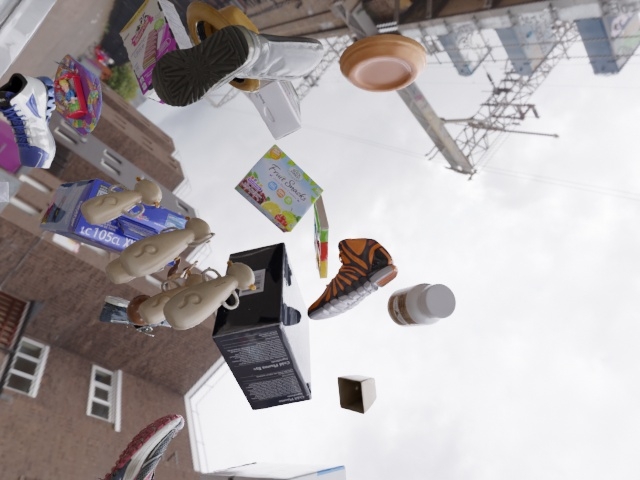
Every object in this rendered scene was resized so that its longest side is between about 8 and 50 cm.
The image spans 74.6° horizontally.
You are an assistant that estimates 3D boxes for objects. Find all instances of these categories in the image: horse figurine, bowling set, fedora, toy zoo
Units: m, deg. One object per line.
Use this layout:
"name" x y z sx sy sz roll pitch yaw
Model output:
"horse figurine" -0.509 0.150 1.602 0.263 0.066 0.174 21 -130 38
"bowling set" -0.266 0.045 0.722 0.154 0.287 0.200 -33 167 -40
"fedora" -0.170 -0.385 0.819 0.079 0.194 0.194 -51 -147 -16
"toy zoo" 0.000 0.000 1.506 0.030 0.293 0.192 -5 -138 -6

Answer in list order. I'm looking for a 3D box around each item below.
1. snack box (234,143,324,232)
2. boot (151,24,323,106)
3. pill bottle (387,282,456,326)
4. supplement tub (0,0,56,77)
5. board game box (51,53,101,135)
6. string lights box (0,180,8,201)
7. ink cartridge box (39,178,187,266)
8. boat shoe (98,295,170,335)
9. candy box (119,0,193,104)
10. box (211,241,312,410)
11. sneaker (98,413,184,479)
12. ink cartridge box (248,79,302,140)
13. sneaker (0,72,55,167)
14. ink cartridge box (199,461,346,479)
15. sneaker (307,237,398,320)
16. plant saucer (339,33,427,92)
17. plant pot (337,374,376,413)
"snack box" -0.122 -0.153 1.264 0.174 0.207 0.070 -52 -163 -17
"boot" -0.115 -0.258 0.623 0.190 0.076 0.208 -8 -159 26
"pill bottle" 0.315 0.202 1.317 0.131 0.131 0.229 -64 -171 -20
"supplement tub" -0.562 -0.372 0.557 0.228 0.316 0.228 -24 -131 30
"board game box" -0.516 -0.298 0.862 0.169 0.033 0.133 38 -64 20
"string lights box" -1.249 -0.182 1.508 0.260 0.133 0.076 6 -84 34
"ink cartridge box" -0.551 -0.046 1.146 0.396 0.270 0.151 2 -108 45
"boat shoe" -0.541 0.233 1.260 0.095 0.254 0.079 15 -103 27
"candy box" -0.421 -0.500 1.094 0.159 0.071 0.233 -35 -112 23
"box" -0.149 0.238 1.203 0.179 0.312 0.343 -13 -146 6
"sneaker" -0.434 0.552 1.002 0.121 0.112 0.299 -28 -162 45
"ink cartridge box" -0.164 -0.534 1.558 0.117 0.201 0.278 -22 -141 13
"sneaker" -0.988 -0.405 1.380 0.128 0.182 0.315 8 -86 12
"ink cartridge box" -0.153 0.811 1.329 0.395 0.285 0.166 -20 -117 35
"sneaker" 0.074 0.112 1.326 0.321 0.124 0.180 -33 -116 8
"plant saucer" 0.143 -0.394 0.962 0.200 0.200 0.037 -7 -103 46
"plant pot" 0.133 0.516 1.443 0.109 0.096 0.109 -6 -91 44
